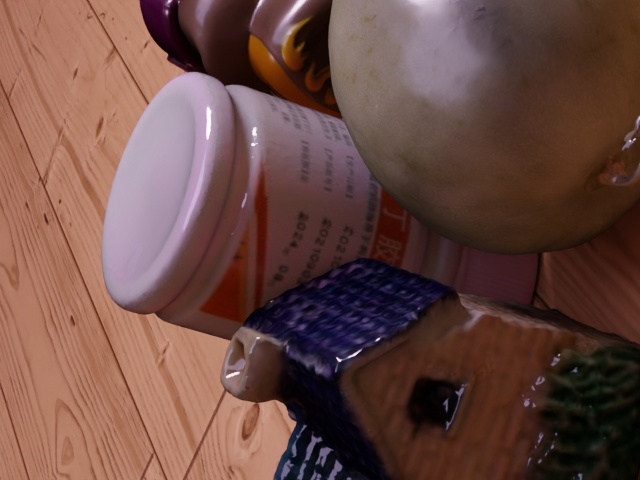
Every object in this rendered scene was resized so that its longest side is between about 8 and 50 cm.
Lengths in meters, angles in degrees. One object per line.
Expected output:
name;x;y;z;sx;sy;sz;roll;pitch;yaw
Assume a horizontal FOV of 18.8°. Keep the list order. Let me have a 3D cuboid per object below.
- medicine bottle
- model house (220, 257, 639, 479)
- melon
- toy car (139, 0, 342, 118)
medicine bottle;0.000;0.000;1.592;0.202;0.316;0.202;-40;41;48
model house;0.052;0.172;1.434;0.243;0.284;0.298;23;96;70
melon;0.138;-0.128;1.453;0.272;0.272;0.308;-47;54;44
toy car;-0.007;-0.280;1.896;0.240;0.271;0.341;30;95;40
